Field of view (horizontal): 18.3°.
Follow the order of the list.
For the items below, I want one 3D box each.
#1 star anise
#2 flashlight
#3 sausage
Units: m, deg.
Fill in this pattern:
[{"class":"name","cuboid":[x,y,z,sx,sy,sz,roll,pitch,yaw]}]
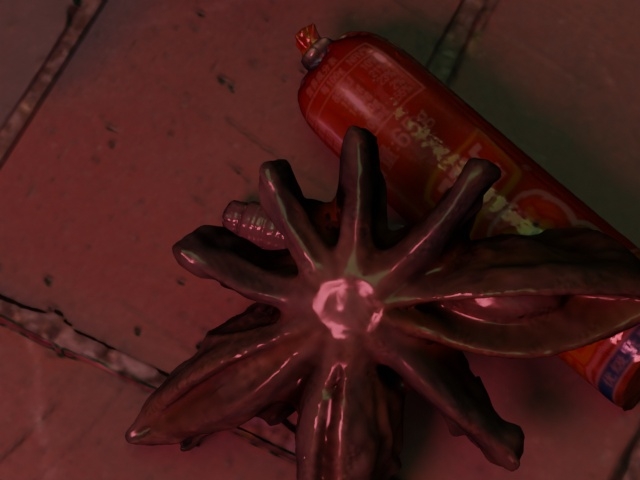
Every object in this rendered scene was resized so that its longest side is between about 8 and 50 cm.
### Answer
[{"class":"star anise","cuboid":[0.021,0.049,0.995,0.198,0.110,0.257,44,107,2]},{"class":"flashlight","cuboid":[0.000,0.000,1.083,0.110,0.052,0.031,17,30,15]},{"class":"sausage","cuboid":[0.084,-0.025,1.072,0.074,0.074,0.274,-42,70,-17]}]
